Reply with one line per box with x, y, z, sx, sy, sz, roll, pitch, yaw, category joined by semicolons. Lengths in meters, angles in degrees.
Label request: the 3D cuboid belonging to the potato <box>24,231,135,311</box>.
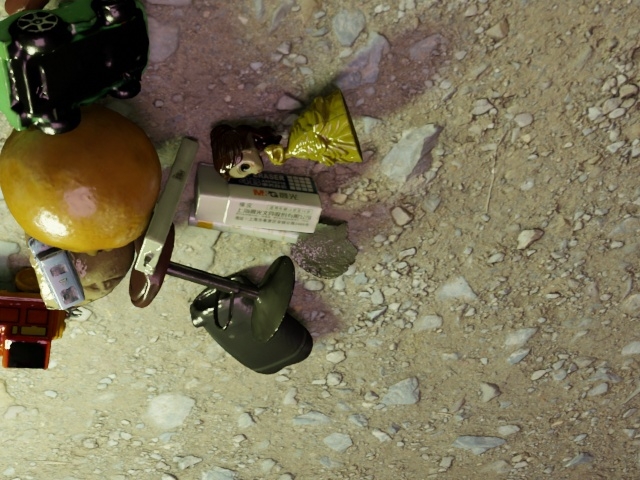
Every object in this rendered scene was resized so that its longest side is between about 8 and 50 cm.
-0.543;-0.004;2.002;0.189;0.211;0.264;-5;134;5;potato

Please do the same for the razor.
-0.180;0.235;2.379;0.204;0.113;0.349;-29;133;18;razor

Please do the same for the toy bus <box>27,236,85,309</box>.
-0.564;0.060;1.916;0.073;0.076;0.167;-24;115;-15;toy bus

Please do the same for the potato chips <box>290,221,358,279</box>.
0.000;0.005;2.232;0.167;0.059;0.228;-23;130;2;potato chips

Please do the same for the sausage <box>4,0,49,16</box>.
-0.521;-0.469;1.649;0.154;0.062;0.062;-38;130;24;sausage

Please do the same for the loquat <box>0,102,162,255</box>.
-0.486;-0.126;1.814;0.328;0.328;0.328;-6;135;-6;loquat

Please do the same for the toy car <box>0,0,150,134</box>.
-0.491;-0.345;1.664;0.358;0.176;0.213;-36;144;-35;toy car

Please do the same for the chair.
-0.282;0.082;2.079;0.401;0.227;0.226;20;127;-24;chair

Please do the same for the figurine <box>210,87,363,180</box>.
-0.081;-0.204;1.931;0.315;0.187;0.168;-17;103;7;figurine

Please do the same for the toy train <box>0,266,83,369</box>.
-0.759;0.189;2.132;0.369;0.232;0.163;5;130;-18;toy train

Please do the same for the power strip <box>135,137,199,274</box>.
-0.322;-0.074;1.878;0.043;0.367;0.106;19;132;-9;power strip

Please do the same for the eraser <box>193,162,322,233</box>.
-0.147;-0.096;2.050;0.287;0.130;0.086;7;130;-17;eraser

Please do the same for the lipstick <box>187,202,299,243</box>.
-0.180;-0.041;2.113;0.263;0.059;0.059;10;132;-6;lipstick
